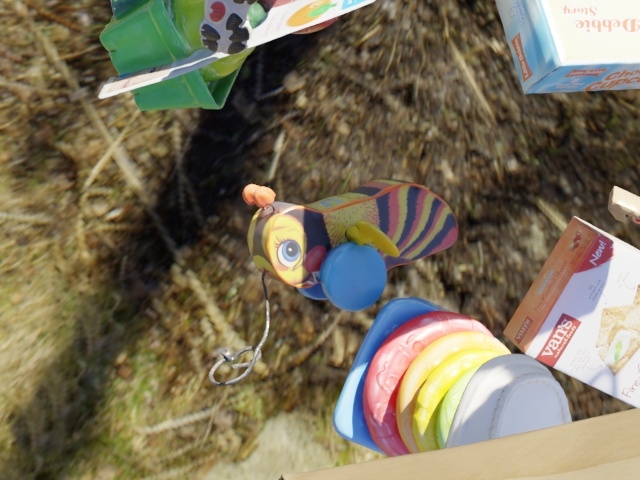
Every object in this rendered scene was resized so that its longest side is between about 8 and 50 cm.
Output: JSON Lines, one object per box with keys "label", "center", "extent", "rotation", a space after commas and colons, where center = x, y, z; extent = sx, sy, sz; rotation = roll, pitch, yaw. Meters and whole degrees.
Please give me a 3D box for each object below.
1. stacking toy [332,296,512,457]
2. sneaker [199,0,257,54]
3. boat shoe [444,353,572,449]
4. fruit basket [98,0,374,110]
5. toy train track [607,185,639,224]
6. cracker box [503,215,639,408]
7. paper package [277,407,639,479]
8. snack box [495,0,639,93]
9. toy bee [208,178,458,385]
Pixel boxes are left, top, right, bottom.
{"label": "stacking toy", "center": [0.159, 0.171, 1.296], "extent": [0.175, 0.302, 0.166], "rotation": [26, 89, -27]}
{"label": "sneaker", "center": [-0.094, -0.267, 1.400], "extent": [0.068, 0.071, 0.170], "rotation": [7, 144, -13]}
{"label": "boat shoe", "center": [0.139, 0.213, 0.874], "extent": [0.098, 0.096, 0.277], "rotation": [-2, 94, -26]}
{"label": "fruit basket", "center": [-0.076, -0.299, 1.618], "extent": [0.353, 0.327, 0.165], "rotation": [-22, 116, 23]}
{"label": "toy train track", "center": [0.144, 0.004, 0.515], "extent": [0.083, 0.048, 0.014], "rotation": [24, 132, -3]}
{"label": "cracker box", "center": [0.342, 0.093, 1.537], "extent": [0.232, 0.067, 0.156], "rotation": [25, 100, -23]}
{"label": "paper package", "center": [0.116, 0.234, 0.491], "extent": [0.309, 0.168, 0.325], "rotation": [-19, 101, 39]}
{"label": "snack box", "center": [0.292, -0.228, 1.200], "extent": [0.321, 0.060, 0.187], "rotation": [-6, 73, -30]}
{"label": "toy bee", "center": [0.000, 0.000, 1.392], "extent": [0.195, 0.298, 0.162], "rotation": [-4, 117, 44]}
